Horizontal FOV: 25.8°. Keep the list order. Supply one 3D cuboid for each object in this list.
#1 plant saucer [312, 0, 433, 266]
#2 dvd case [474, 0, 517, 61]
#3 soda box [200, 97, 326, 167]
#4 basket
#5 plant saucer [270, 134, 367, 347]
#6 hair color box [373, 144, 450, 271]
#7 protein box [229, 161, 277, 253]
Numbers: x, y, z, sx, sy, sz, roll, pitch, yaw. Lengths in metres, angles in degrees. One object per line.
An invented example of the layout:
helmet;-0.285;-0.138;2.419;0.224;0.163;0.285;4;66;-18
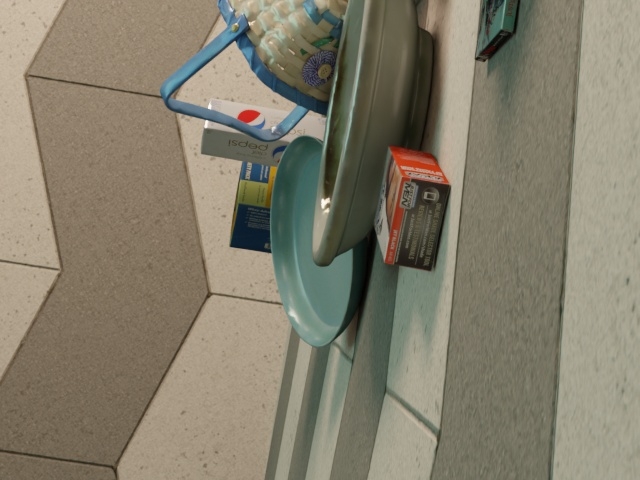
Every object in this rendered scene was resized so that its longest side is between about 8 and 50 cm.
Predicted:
plant saucer;0.069;-0.160;1.712;0.400;0.100;0.400;-171;90;-86
dvd case;0.155;-0.209;1.212;0.119;0.013;0.087;127;152;-85
soda box;-0.086;-0.171;2.316;0.074;0.216;0.069;105;174;-53
basket;-0.057;-0.259;1.985;0.289;0.255;0.201;-38;61;28
plant saucer;0.000;0.000;2.088;0.317;0.044;0.317;177;90;-68
hair color box;0.092;-0.036;1.448;0.167;0.053;0.093;-102;22;-76
protein box;-0.050;-0.070;2.483;0.201;0.200;0.136;109;169;-66
